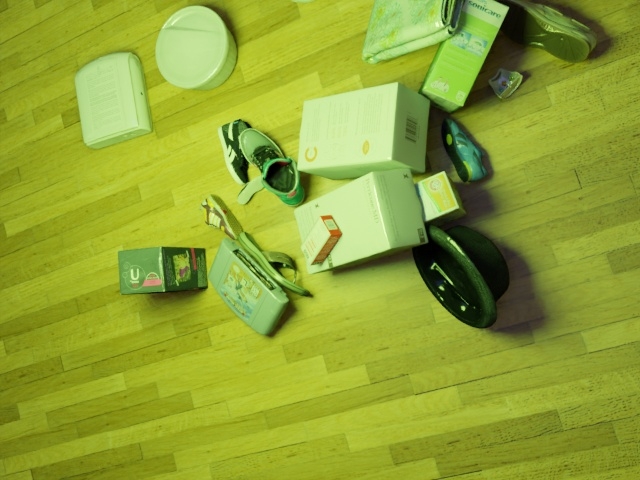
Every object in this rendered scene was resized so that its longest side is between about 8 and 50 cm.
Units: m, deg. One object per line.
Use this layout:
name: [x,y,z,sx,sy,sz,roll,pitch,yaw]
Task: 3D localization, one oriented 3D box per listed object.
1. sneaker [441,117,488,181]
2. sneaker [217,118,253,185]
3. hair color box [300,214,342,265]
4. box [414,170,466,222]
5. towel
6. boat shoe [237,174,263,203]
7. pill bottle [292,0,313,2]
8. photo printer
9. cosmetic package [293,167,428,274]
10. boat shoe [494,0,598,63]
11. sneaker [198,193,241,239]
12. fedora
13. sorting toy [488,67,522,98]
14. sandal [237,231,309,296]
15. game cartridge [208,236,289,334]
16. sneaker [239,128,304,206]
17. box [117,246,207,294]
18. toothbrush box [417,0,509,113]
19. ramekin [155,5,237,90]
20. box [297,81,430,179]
sneaker: [0.421,-0.267,1.757,0.082,0.069,0.209,-16,72,-15]
sneaker: [-0.253,-0.300,1.975,0.121,0.079,0.216,-23,81,16]
hair color box: [0.000,0.000,1.692,0.072,0.043,0.141,61,138,27]
box: [0.335,-0.112,1.698,0.103,0.203,0.114,-23,81,17]
towel: [0.268,-0.687,1.690,0.374,0.090,0.320,5,75,58]
boat shoe: [-0.227,-0.173,1.982,0.046,0.038,0.125,36,104,-27]
pill bottle: [-0.056,-0.869,1.912,0.108,0.108,0.193,-1,87,19]
photo printer: [-0.738,-0.505,2.135,0.256,0.107,0.307,-14,83,18]
cosmetic package: [0.104,-0.045,1.707,0.385,0.156,0.217,-25,77,54]
boat shoe: [0.623,-0.601,1.681,0.302,0.109,0.098,33,59,18]
sneaker: [-0.334,-0.063,2.006,0.084,0.069,0.185,-42,70,22]
fedora: [0.406,0.075,1.674,0.153,0.334,0.334,-30,77,-18]
sorting toy: [0.527,-0.457,1.733,0.083,0.045,0.075,-46,68,12]
sandal: [-0.143,0.065,1.909,0.086,0.120,0.303,-45,74,-2]
game cartridge: [-0.239,0.154,1.923,0.297,0.062,0.198,43,126,18]
sneaker: [-0.157,-0.238,1.860,0.124,0.178,0.295,-38,87,-4]
box: [-0.502,0.097,1.945,0.165,0.270,0.143,-6,86,19]
toothbrush box: [0.387,-0.516,1.682,0.122,0.206,0.283,23,95,-1]
ramekin: [-0.404,-0.630,2.014,0.273,0.127,0.272,-1,88,20]
box: [0.119,-0.301,1.730,0.345,0.168,0.215,1,84,42]
